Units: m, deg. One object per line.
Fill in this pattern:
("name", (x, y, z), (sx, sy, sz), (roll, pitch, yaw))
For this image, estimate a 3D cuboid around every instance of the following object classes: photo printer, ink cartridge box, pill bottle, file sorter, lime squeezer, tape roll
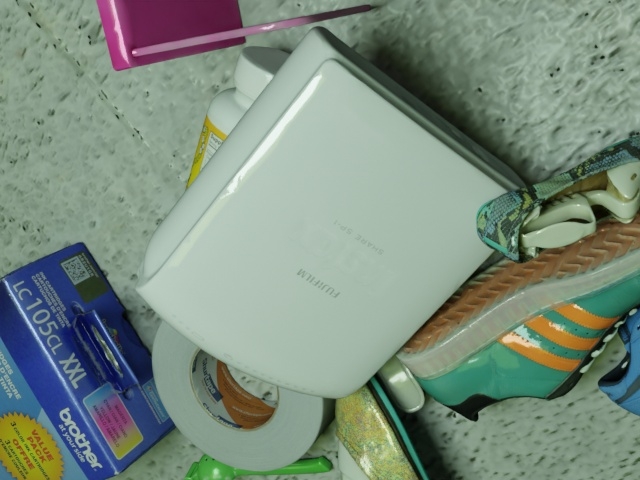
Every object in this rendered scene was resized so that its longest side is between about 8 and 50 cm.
("photo printer", (0.000, 0.000, 0.771), (0.256, 0.107, 0.307), (33, 111, -23))
("ink cartridge box", (-0.362, 0.183, 1.071), (0.396, 0.151, 0.270), (-28, 94, 29))
("pill bottle", (-0.067, -0.080, 0.847), (0.118, 0.117, 0.208), (28, 118, 15))
("file sorter", (-0.081, -0.315, 0.722), (0.182, 0.202, 0.290), (-4, 106, 26))
("lime squeezer", (-0.126, 0.318, 1.068), (0.110, 0.058, 0.310), (33, 122, -23))
("tape roll", (-0.082, 0.150, 0.964), (0.219, 0.072, 0.219), (9, 112, 24))

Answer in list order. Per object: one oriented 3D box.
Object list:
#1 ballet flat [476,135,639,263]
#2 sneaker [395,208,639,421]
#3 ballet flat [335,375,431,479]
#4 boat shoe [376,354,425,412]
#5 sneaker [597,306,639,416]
("ballet flat", (0.224, -0.030, 0.703), (0.189, 0.070, 0.070), (-25, 97, -6))
("sneaker", (0.222, 0.069, 0.779), (0.302, 0.108, 0.121), (-32, 111, 26))
("ballet flat", (0.089, 0.294, 0.896), (0.123, 0.123, 0.348), (-30, 96, 31))
("boat shoe", (0.075, 0.121, 0.898), (0.046, 0.038, 0.125), (-30, 95, 12))
("sneaker", (0.313, 0.068, 0.743), (0.082, 0.069, 0.209), (24, 118, 13))
